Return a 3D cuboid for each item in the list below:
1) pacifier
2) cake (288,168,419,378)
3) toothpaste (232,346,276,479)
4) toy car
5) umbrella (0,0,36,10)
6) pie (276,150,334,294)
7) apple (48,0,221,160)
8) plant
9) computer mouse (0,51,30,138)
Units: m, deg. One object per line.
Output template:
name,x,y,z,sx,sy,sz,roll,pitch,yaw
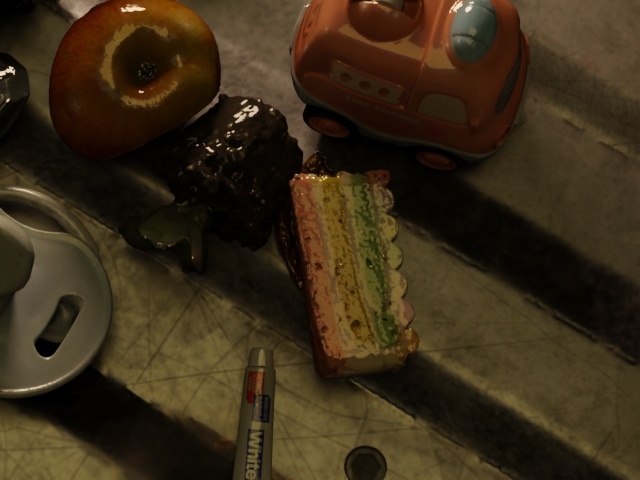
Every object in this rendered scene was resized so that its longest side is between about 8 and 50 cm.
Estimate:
pacifier,-0.337,0.021,1.545,0.279,0.207,0.227,26,66,1
cake,0.037,0.037,1.605,0.109,0.090,0.225,-8,97,-7
toothpaste,-0.069,0.222,1.611,0.052,0.033,0.218,4,78,-1
toy car,0.105,-0.206,1.659,0.271,0.212,0.180,18,72,-1
umbrella,-0.417,-0.251,1.673,0.358,0.113,0.106,-36,84,-8
pie,-0.001,0.002,1.680,0.088,0.033,0.191,-21,82,-8
apple,-0.203,-0.177,1.638,0.195,0.173,0.160,-31,90,-13
plant,-0.115,-0.054,1.625,0.142,0.131,0.203,9,57,40
computer mouse,-0.414,-0.121,1.651,0.231,0.071,0.126,-33,67,-3
